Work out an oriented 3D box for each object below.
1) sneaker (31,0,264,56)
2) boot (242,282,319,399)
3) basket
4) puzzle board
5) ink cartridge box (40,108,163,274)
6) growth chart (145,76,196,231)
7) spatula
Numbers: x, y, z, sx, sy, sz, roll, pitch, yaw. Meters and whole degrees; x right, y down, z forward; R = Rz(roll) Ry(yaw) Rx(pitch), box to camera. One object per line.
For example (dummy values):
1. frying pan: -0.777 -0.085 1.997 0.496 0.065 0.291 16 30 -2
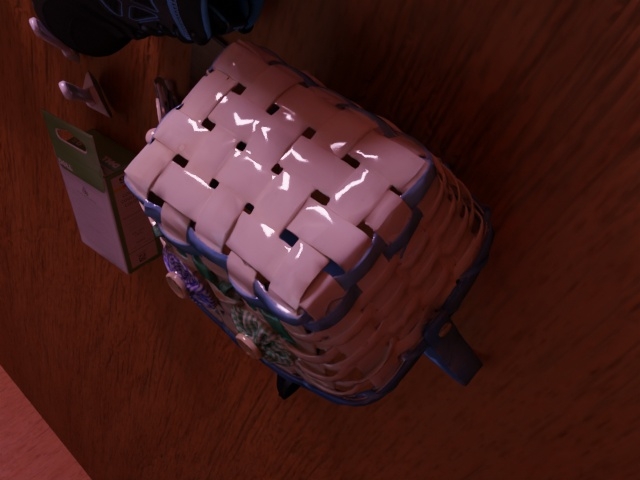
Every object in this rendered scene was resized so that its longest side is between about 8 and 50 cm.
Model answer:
1. sneaker: -0.130 -0.204 0.648 0.139 0.125 0.341 58 149 -8
2. boot: -0.052 0.113 0.917 0.099 0.045 0.121 40 138 19
3. basket: 0.000 0.000 0.623 0.255 0.201 0.289 36 178 28
4. puzzle board: -0.076 -0.130 0.753 0.128 0.011 0.096 41 144 20
5. ink cartridge box: -0.267 -0.070 1.012 0.109 0.062 0.209 30 140 34
6. growth chart: -0.130 -0.071 0.766 0.237 0.021 0.171 -109 5 -65
7. spatula: -0.264 -0.202 0.831 0.242 0.019 0.168 -142 28 -79
